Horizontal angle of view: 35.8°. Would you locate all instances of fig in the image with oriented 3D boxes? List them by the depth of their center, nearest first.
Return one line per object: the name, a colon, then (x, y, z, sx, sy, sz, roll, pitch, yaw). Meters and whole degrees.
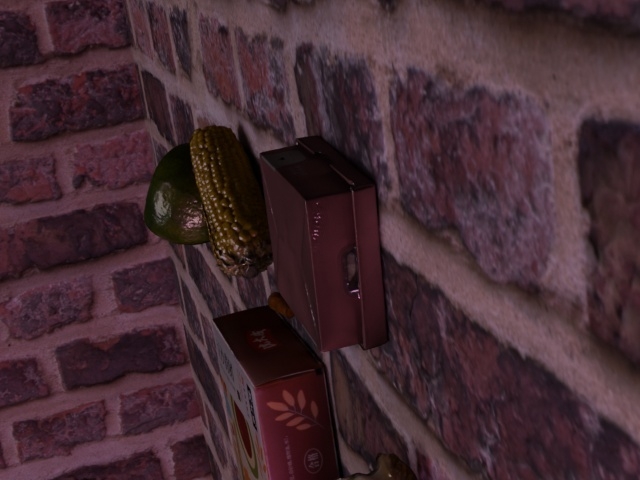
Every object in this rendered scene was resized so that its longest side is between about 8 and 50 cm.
fig: (-0.211, -0.068, 1.897, 0.203, 0.235, 0.203, 25, -90, -83)

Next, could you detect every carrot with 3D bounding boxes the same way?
carrot: (-0.066, 0.110, 1.684, 0.093, 0.032, 0.032, -149, 48, -67)

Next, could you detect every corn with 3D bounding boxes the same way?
corn: (-0.149, -0.071, 1.696, 0.115, 0.115, 0.318, 99, 156, -56)

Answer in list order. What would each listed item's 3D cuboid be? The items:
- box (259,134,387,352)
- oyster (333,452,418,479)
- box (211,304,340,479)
box: (0.000, 0.000, 1.225, 0.215, 0.086, 0.215, -132, 33, -61)
oyster: (0.051, 0.366, 1.254, 0.337, 0.133, 0.198, 98, 157, -49)
box: (-0.071, 0.349, 1.713, 0.344, 0.122, 0.385, -142, 42, -68)
